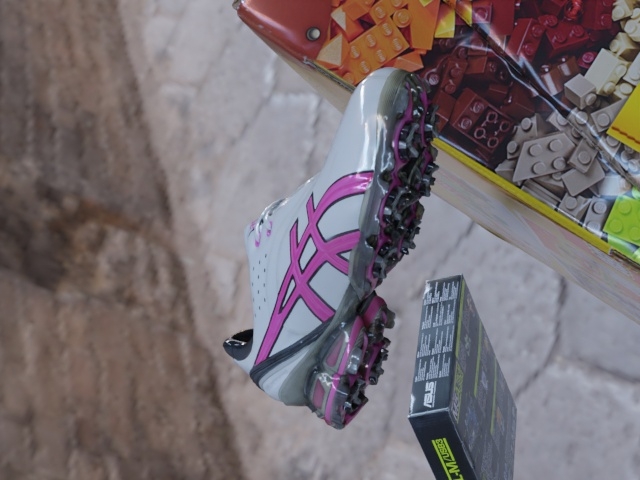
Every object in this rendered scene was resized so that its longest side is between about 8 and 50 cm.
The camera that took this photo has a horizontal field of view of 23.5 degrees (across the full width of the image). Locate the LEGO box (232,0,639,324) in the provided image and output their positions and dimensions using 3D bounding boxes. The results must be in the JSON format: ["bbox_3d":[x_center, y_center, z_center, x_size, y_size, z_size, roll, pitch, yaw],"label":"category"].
[{"bbox_3d":[0.210,-0.072,1.037,0.193,0.372,0.500,-57,-18,1],"label":"LEGO box"}]

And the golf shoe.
[{"bbox_3d":[0.000,0.000,0.729,0.067,0.086,0.186,-37,-33,-58],"label":"golf shoe"}]

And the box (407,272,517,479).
[{"bbox_3d":[0.135,0.160,1.427,0.045,0.184,0.191,-14,34,20],"label":"box"}]
